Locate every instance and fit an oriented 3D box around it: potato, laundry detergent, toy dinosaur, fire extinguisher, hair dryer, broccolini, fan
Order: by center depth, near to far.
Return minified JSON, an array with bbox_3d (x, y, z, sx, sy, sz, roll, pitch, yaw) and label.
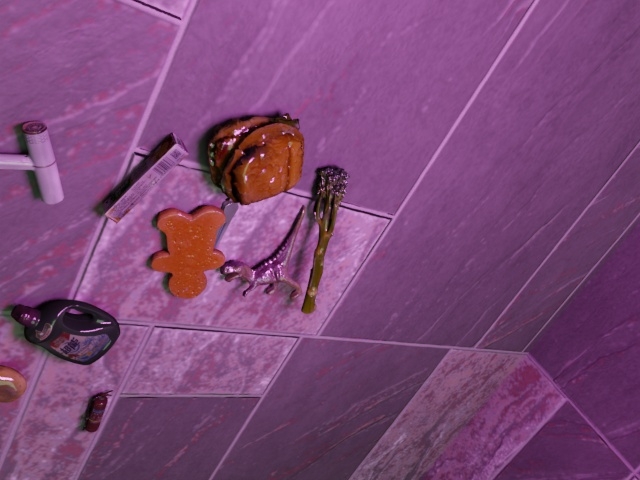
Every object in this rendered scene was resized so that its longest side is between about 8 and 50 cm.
[{"bbox_3d":[-0.563,-0.125,1.066,0.183,0.044,0.155,-11,131,-17],"label":"hair dryer"},{"bbox_3d":[-0.556,0.184,1.311,0.144,0.078,0.221,-42,134,5],"label":"laundry detergent"},{"bbox_3d":[-0.721,0.313,1.324,0.138,0.070,0.091,20,109,-43],"label":"potato"},{"bbox_3d":[-0.233,-0.007,1.381,0.038,0.016,0.193,5,124,-37],"label":"fan"},{"bbox_3d":[0.005,0.002,1.468,0.074,0.079,0.392,-16,131,-41],"label":"broccolini"},{"bbox_3d":[-0.107,0.058,1.481,0.251,0.072,0.200,-26,129,2],"label":"toy dinosaur"},{"bbox_3d":[-0.572,0.433,1.544,0.056,0.039,0.132,-2,128,-42],"label":"fire extinguisher"}]

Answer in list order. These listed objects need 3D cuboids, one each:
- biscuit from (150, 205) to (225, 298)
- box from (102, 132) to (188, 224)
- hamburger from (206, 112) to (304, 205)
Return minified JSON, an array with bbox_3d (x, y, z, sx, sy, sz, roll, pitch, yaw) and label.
[{"bbox_3d":[-0.297,0.029,1.357,0.165,0.036,0.250,-4,128,-17],"label":"biscuit"},{"bbox_3d":[-0.346,-0.122,1.188,0.207,0.050,0.041,-43,133,8],"label":"box"},{"bbox_3d":[-0.123,-0.157,1.240,0.206,0.130,0.183,-15,136,-23],"label":"hamburger"}]
